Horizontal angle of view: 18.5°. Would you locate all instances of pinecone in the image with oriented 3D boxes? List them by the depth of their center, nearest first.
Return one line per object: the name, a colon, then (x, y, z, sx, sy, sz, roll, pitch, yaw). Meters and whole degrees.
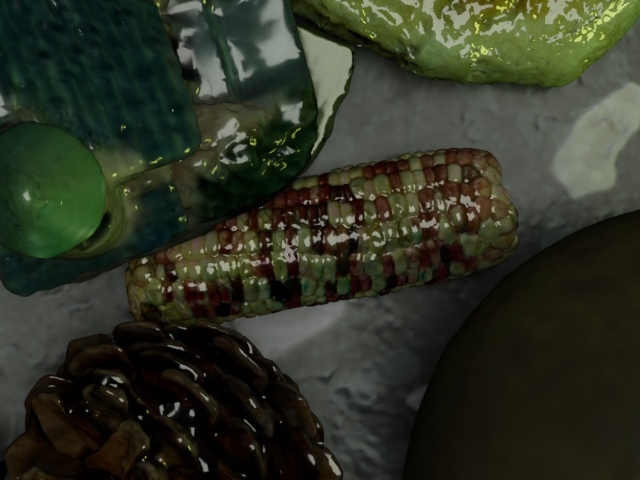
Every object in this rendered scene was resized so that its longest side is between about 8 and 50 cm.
pinecone: (-0.091, 0.134, 1.171, 0.184, 0.204, 0.179, -18, 88, 11)

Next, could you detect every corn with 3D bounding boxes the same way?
corn: (0.000, 0.000, 1.240, 0.253, 0.086, 0.086, -13, 91, -2)

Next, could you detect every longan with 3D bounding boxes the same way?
longan: (0.211, 0.160, 1.132, 0.361, 0.361, 0.361, 0, 90, -5)

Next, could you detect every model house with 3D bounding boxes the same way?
model house: (-0.154, -0.134, 1.082, 0.243, 0.284, 0.298, -21, 86, 5)

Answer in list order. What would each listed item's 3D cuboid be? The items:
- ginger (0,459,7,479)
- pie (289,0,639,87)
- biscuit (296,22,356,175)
ginger: (-0.340, 0.186, 1.148, 0.223, 0.200, 0.269, 35, 86, -14)
pie: (0.091, -0.251, 1.255, 0.323, 0.070, 0.323, 0, 88, -5)
biscuit: (-0.138, -0.138, 1.234, 0.322, 0.038, 0.099, 22, 89, 2)
